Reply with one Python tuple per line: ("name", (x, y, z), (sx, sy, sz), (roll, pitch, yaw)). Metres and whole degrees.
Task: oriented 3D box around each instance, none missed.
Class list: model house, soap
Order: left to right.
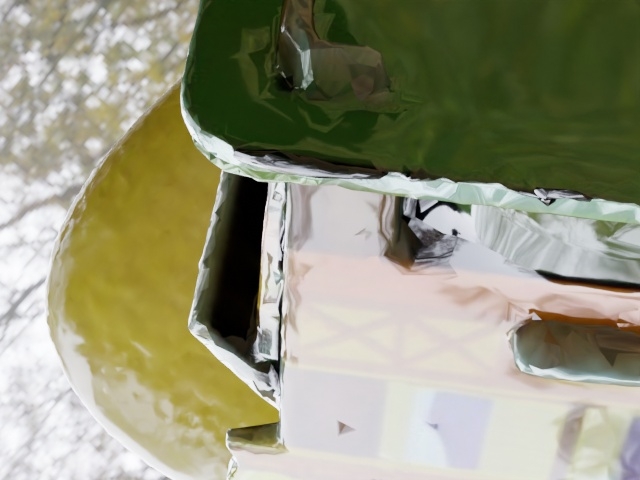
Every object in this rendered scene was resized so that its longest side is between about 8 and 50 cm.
("soap", (0.000, -0.001, 1.064), (0.306, 0.427, 0.115), (42, -169, -15))
("model house", (0.144, 0.005, 0.515), (0.357, 0.313, 0.243), (5, -130, 2))
